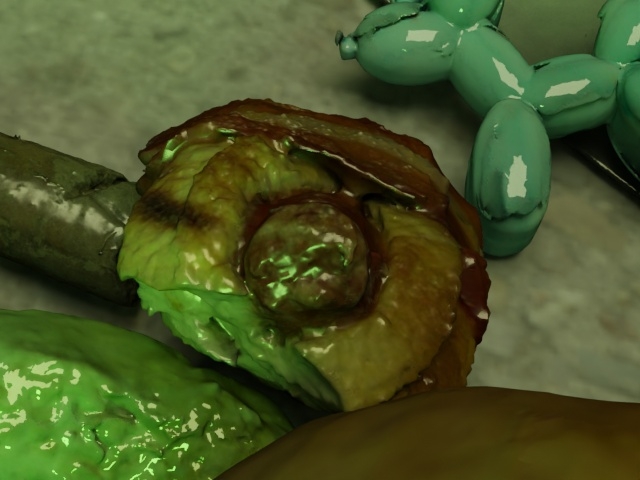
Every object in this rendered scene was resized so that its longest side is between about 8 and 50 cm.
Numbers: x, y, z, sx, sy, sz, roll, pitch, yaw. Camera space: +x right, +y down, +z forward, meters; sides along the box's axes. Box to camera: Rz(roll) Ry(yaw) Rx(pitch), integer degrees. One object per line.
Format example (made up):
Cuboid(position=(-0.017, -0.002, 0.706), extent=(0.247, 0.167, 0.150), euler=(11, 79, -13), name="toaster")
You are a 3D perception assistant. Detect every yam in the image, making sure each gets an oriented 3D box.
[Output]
Cuboid(position=(-0.129, -0.018, 0.603), extent=(0.132, 0.054, 0.054), euler=(21, 57, 5), name="yam")

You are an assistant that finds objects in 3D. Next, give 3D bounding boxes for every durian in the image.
Cuboid(position=(-0.100, 0.084, 0.491), extent=(0.250, 0.139, 0.101), euler=(22, 61, -17), name="durian")

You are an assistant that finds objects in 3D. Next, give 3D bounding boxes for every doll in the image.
Cuboid(position=(0.091, -0.076, 0.662), extent=(0.159, 0.059, 0.158), euler=(-11, 68, -5), name="doll")

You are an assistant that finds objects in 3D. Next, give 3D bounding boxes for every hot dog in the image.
Cuboid(position=(0.000, 0.000, 0.533), extent=(0.146, 0.213, 0.103), euler=(33, 94, -7), name="hot dog")

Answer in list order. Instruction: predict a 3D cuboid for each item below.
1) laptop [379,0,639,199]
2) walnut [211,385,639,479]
Cuboid(position=(0.176, -0.101, 0.729), extent=(0.269, 0.015, 0.187), euler=(39, 61, 15), name="laptop")
Cuboid(position=(0.080, 0.221, 0.342), extent=(0.398, 0.308, 0.354), euler=(28, 46, 10), name="walnut")
